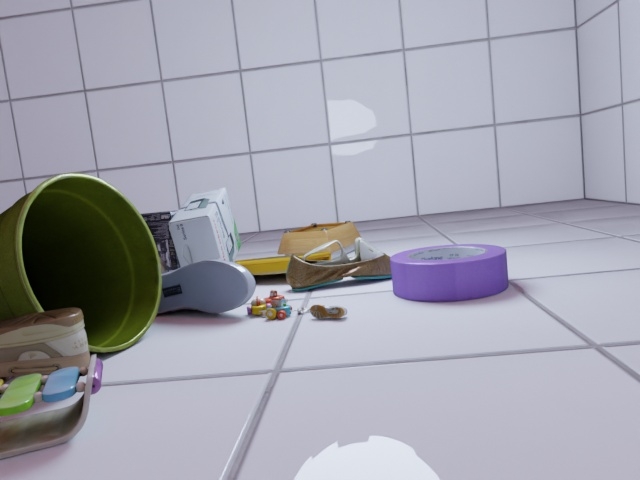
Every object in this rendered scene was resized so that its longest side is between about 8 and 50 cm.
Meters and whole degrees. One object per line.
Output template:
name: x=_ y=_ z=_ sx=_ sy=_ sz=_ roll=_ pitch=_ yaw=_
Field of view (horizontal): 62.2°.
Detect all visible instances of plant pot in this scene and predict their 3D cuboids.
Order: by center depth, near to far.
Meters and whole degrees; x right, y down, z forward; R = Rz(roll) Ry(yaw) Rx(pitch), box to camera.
plant pot: x=-0.598 y=0.084 z=1.121 sx=0.353 sy=0.366 sz=0.366 roll=-16 pitch=3 yaw=20

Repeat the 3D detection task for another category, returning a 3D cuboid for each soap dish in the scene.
soap dish: x=0.000 y=0.000 z=2.065 sx=0.229 sy=0.118 sz=0.291 roll=-2 pitch=9 yaw=28

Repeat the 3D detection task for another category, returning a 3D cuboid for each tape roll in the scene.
tape roll: x=0.310 y=0.073 z=1.290 sx=0.275 sy=0.090 sz=0.275 roll=-6 pitch=6 yaw=1

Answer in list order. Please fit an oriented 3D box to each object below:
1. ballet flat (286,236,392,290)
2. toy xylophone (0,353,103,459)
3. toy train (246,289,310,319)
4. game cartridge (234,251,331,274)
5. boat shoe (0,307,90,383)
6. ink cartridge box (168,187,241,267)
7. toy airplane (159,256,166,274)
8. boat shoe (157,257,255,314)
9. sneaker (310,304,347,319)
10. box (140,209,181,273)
ballet flat: x=0.070 y=0.058 z=1.484 sx=0.342 sy=0.124 sz=0.116 roll=-7 pitch=7 yaw=-8
toy xylophone: x=-0.461 y=0.229 z=0.713 sx=0.323 sy=0.081 sz=0.236 roll=-10 pitch=7 yaw=-29
toy train: x=-0.103 y=0.144 z=1.247 sx=0.125 sy=0.046 sz=0.166 roll=-11 pitch=8 yaw=-35
game cartridge: x=-0.164 y=0.076 z=1.734 sx=0.324 sy=0.052 sz=0.285 roll=-3 pitch=1 yaw=24
boat shoe: x=-0.549 y=0.192 z=0.857 sx=0.341 sy=0.110 sz=0.121 roll=-9 pitch=9 yaw=3
ink cartridge box: x=-0.335 y=-0.013 z=1.584 sx=0.121 sy=0.211 sz=0.289 roll=-11 pitch=21 yaw=4
toy airplane: x=-0.699 y=0.062 z=1.512 sx=0.386 sy=0.272 sz=0.384 roll=-16 pitch=-35 yaw=30
boat shoe: x=-0.290 y=0.121 z=1.343 sx=0.367 sy=0.136 sz=0.156 roll=-14 pitch=-1 yaw=29
sneaker: x=0.018 y=0.155 z=1.142 sx=0.083 sy=0.032 sz=0.037 roll=3 pitch=-4 yaw=27
box: x=-0.622 y=0.018 z=1.962 sx=0.307 sy=0.242 sz=0.076 roll=-3 pitch=7 yaw=29
